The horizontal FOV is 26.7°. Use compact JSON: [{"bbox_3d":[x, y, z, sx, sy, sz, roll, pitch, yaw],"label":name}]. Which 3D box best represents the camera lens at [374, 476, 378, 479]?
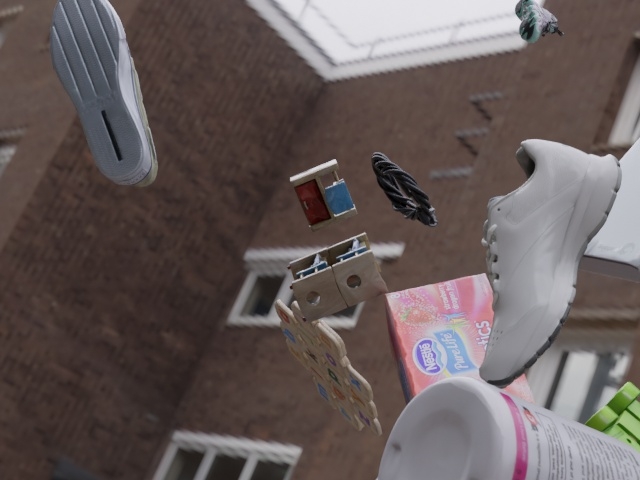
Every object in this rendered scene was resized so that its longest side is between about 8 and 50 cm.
[{"bbox_3d":[0.078,0.409,1.459,0.219,0.219,0.274,26,-68,-12],"label":"camera lens"}]

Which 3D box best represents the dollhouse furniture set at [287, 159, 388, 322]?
[{"bbox_3d":[0.000,0.000,1.954,0.129,0.129,0.184,-102,169,-77],"label":"dollhouse furniture set"}]

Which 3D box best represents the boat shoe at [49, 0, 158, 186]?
[{"bbox_3d":[-0.307,-0.211,1.918,0.109,0.302,0.094,-17,-13,5],"label":"boat shoe"}]

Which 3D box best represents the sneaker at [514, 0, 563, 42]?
[{"bbox_3d":[0.307,-0.293,1.853,0.069,0.098,0.038,26,-52,-22],"label":"sneaker"}]

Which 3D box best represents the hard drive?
[{"bbox_3d":[0.461,-0.077,1.814,0.040,0.307,0.203,49,-15,-22],"label":"hard drive"}]

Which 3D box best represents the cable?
[{"bbox_3d":[0.141,-0.097,2.487,0.150,0.047,0.184,51,-5,-37],"label":"cable"}]

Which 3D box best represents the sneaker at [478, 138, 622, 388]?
[{"bbox_3d":[0.230,0.023,1.507,0.129,0.297,0.111,23,-16,3],"label":"sneaker"}]

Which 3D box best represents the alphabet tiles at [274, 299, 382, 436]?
[{"bbox_3d":[0.017,0.232,2.482,0.278,0.021,0.284,40,-23,37],"label":"alphabet tiles"}]

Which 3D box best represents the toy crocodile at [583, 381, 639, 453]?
[{"bbox_3d":[0.435,0.295,1.942,0.115,0.105,0.340,42,25,15],"label":"toy crocodile"}]

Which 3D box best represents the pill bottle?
[{"bbox_3d":[0.205,0.238,1.215,0.283,0.160,0.160,25,-20,-31],"label":"pill bottle"}]

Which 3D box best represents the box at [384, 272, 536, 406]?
[{"bbox_3d":[0.188,0.199,1.802,0.154,0.300,0.142,-11,-52,0],"label":"box"}]
